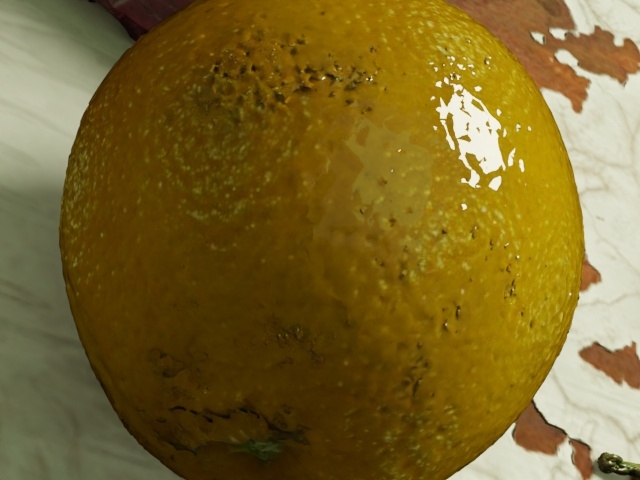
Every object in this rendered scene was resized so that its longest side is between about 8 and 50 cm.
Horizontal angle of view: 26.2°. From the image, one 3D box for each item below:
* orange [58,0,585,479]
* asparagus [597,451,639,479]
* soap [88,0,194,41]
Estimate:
[{"bbox_3d":[0.000,0.000,0.697,0.274,0.274,0.274,18,52,-25],"label":"orange"},{"bbox_3d":[0.238,0.164,0.919,0.127,0.018,0.015,23,25,-21],"label":"asparagus"},{"bbox_3d":[-0.091,-0.244,0.832,0.324,0.220,0.127,36,38,-9],"label":"soap"}]
